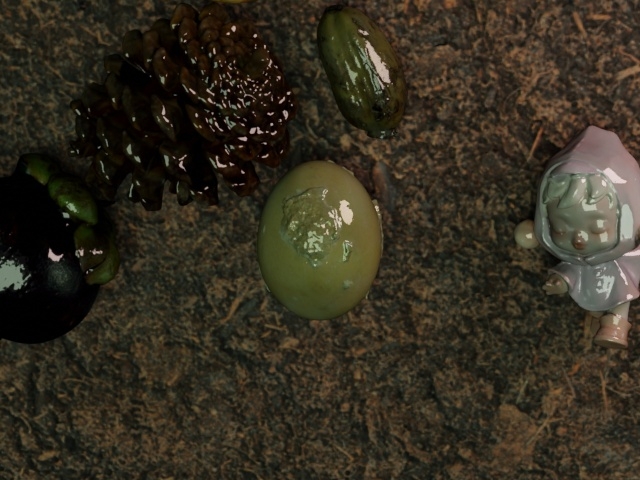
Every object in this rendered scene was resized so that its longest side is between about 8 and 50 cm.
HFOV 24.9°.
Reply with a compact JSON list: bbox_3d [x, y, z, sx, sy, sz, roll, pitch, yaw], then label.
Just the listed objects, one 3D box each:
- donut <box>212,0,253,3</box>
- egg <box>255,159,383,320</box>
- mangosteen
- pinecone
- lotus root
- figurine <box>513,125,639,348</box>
[{"bbox_3d":[-0.094,-0.386,1.674,0.226,0.114,0.227,-2,100,-9],"label":"donut"},{"bbox_3d":[-0.004,0.000,1.805,0.164,0.164,0.202,1,104,3],"label":"egg"},{"bbox_3d":[-0.367,0.014,1.807,0.243,0.243,0.243,1,107,3],"label":"mangosteen"},{"bbox_3d":[-0.165,-0.148,1.746,0.309,0.244,0.244,-19,106,31],"label":"pinecone"},{"bbox_3d":[0.054,-0.207,1.779,0.089,0.080,0.179,-18,101,22],"label":"lotus root"},{"bbox_3d":[0.345,-0.001,1.799,0.200,0.133,0.276,1,113,33],"label":"figurine"}]
